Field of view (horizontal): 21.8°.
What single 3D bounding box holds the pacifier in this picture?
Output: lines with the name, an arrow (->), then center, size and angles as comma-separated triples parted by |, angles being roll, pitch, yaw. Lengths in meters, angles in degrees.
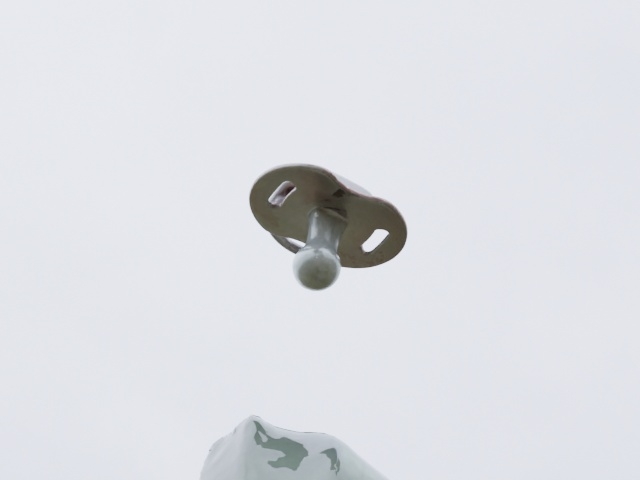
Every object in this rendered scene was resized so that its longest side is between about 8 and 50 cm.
pacifier -> 0.000, 0.000, 0.982 | 0.099, 0.078, 0.081 | 25, -44, -16

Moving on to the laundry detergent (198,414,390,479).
laundry detergent -> 0.069, 0.170, 0.513 | 0.290, 0.143, 0.094 | 41, -52, -10
